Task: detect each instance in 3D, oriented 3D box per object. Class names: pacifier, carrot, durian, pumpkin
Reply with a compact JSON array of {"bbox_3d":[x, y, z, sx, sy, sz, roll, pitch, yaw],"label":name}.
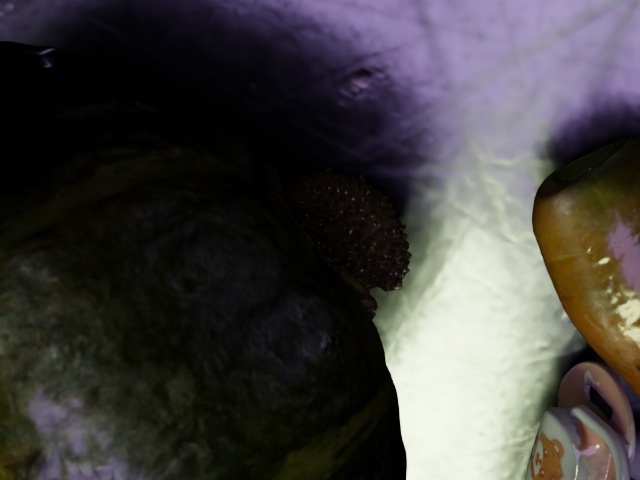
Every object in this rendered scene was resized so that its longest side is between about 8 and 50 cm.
[{"bbox_3d":[0.146,0.111,0.563,0.078,0.081,0.099,4,114,-21],"label":"pacifier"},{"bbox_3d":[0.170,0.044,0.520,0.087,0.087,0.193,-32,100,20],"label":"carrot"},{"bbox_3d":[0.000,0.000,0.543,0.080,0.080,0.091,-31,91,20],"label":"durian"},{"bbox_3d":[-0.109,0.079,0.494,0.320,0.192,0.320,23,126,35],"label":"pumpkin"}]
